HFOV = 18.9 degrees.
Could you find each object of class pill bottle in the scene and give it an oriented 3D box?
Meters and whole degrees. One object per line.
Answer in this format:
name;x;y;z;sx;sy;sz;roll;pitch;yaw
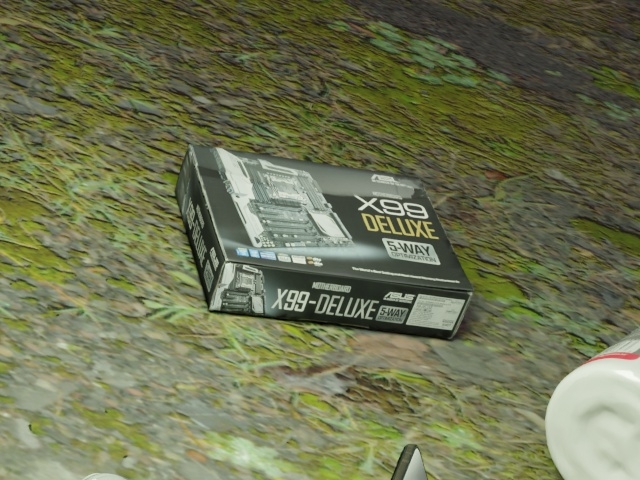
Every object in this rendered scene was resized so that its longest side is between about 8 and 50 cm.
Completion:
pill bottle;0.400;0.172;2.133;0.176;0.176;0.318;36;34;23

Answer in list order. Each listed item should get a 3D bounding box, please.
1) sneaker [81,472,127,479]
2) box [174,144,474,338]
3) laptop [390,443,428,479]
sneaker;-0.121;0.291;1.697;0.105;0.115;0.281;-12;44;-42
box;0.000;0.000;2.259;0.307;0.076;0.242;8;33;-20
laptop;0.180;0.427;1.564;0.236;0.408;0.382;-7;24;20
